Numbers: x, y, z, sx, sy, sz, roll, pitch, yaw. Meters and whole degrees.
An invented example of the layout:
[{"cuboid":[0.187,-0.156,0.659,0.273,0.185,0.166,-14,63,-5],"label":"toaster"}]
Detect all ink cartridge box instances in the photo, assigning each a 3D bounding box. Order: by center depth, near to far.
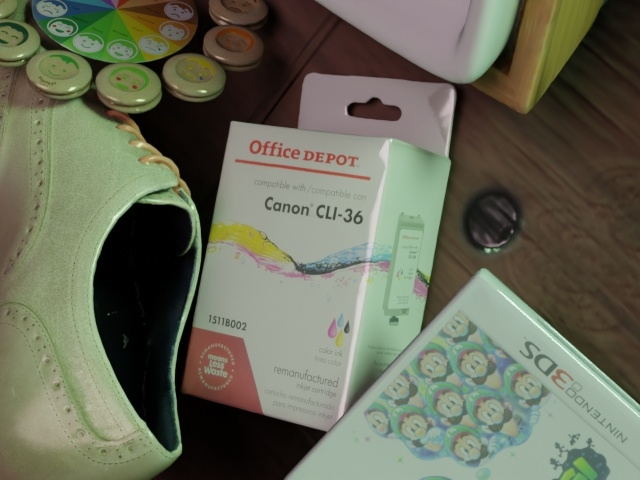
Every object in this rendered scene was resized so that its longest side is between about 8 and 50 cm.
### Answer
[{"cuboid":[0.000,0.000,0.801,0.115,0.067,0.198,9,88,35],"label":"ink cartridge box"}]

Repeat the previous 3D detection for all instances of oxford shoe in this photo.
[{"cuboid":[-0.130,-0.025,0.838,0.146,0.140,0.397,-18,59,23],"label":"oxford shoe"}]

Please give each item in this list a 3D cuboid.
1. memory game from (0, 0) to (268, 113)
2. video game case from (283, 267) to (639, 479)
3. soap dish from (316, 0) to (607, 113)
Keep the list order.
[{"cuboid":[-0.120,-0.139,0.850,0.186,0.186,0.012,47,143,30],"label":"memory game"},{"cuboid":[0.082,0.117,0.719,0.143,0.019,0.157,42,108,1],"label":"video game case"},{"cuboid":[0.065,-0.243,0.708,0.229,0.118,0.291,37,132,33],"label":"soap dish"}]
